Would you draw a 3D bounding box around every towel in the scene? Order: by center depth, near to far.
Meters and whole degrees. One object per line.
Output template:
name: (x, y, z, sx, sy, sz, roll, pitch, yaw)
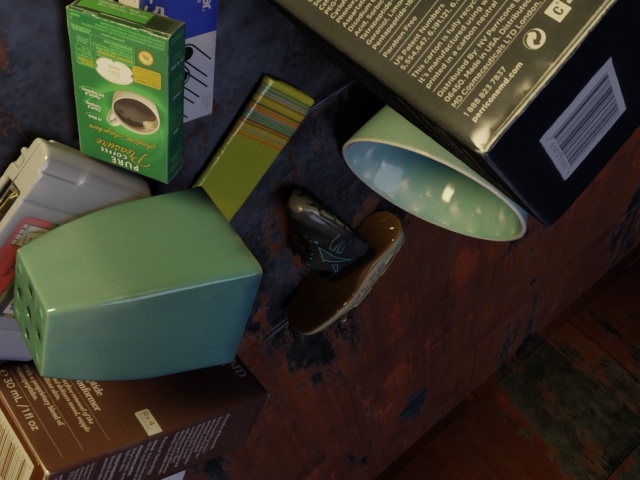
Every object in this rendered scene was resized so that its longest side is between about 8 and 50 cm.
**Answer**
towel: (-0.108, -0.118, 1.040, 0.102, 0.021, 0.237, 16, 115, -52)

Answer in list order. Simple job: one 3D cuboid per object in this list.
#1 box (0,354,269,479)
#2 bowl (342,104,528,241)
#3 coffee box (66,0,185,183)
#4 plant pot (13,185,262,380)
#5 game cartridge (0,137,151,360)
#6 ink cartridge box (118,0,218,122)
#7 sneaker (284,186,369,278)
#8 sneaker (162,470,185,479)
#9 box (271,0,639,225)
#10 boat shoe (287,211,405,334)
box: (-0.285, 0.256, 1.108, 0.381, 0.191, 0.143, -8, 134, -48)
bowl: (0.207, -0.142, 1.181, 0.163, 0.312, 0.311, -63, 153, -10)
coffee box: (-0.200, -0.154, 0.778, 0.040, 0.113, 0.184, -63, 168, -45)
plant pot: (-0.223, 0.060, 0.872, 0.234, 0.165, 0.165, -11, 137, -36)
game cartridge: (-0.337, 0.026, 0.891, 0.294, 0.060, 0.196, -51, 155, 10)
ink cartridge box: (-0.164, -0.218, 0.807, 0.097, 0.046, 0.207, -27, 146, -32)
sneaker: (0.000, 0.000, 1.247, 0.106, 0.101, 0.267, -45, 151, 3)
sneaker: (-0.334, 0.428, 1.395, 0.094, 0.090, 0.235, -60, 154, 0)
box: (0.140, -0.237, 0.816, 0.212, 0.395, 0.293, -51, 152, 9)
boat shoe: (0.059, 0.074, 1.413, 0.285, 0.104, 0.089, -45, 149, -3)
